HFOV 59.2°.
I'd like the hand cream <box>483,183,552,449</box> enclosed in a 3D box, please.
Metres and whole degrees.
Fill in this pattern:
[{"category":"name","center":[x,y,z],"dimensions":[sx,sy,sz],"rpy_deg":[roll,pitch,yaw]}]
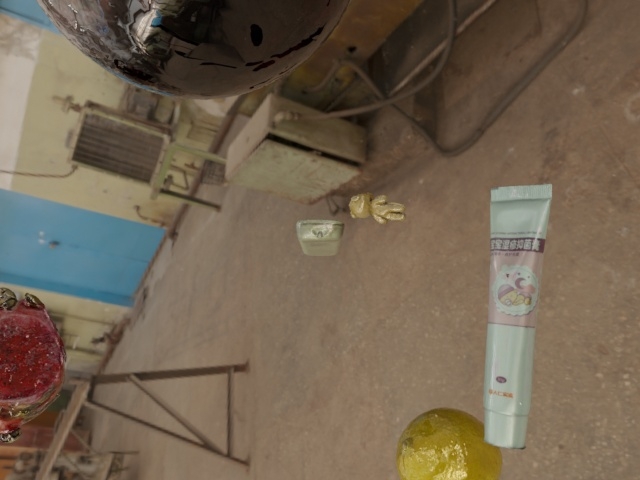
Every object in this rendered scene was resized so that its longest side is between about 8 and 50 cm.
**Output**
[{"category":"hand cream","center":[0.249,0.092,0.724],"dimensions":[0.085,0.058,0.331],"rpy_deg":[-1,79,49]}]

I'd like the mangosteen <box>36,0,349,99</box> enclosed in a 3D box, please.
[{"category":"mangosteen","center":[-0.071,-0.216,0.390],"dimensions":[0.265,0.228,0.228],"rpy_deg":[-38,-10,-50]}]

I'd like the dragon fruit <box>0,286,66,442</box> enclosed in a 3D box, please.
[{"category":"dragon fruit","center":[-0.549,0.203,0.971],"dimensions":[0.147,0.211,0.282],"rpy_deg":[-34,62,55]}]

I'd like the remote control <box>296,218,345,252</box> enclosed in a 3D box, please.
[{"category":"remote control","center":[0.001,-0.001,1.108],"dimensions":[0.309,0.090,0.038],"rpy_deg":[81,-171,-82]}]

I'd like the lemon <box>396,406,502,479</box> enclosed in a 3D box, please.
[{"category":"lemon","center":[0.224,0.388,1.003],"dimensions":[0.178,0.203,0.178],"rpy_deg":[-45,30,36]}]

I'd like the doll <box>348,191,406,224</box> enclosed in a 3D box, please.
[{"category":"doll","center":[0.095,-0.051,0.951],"dimensions":[0.093,0.051,0.061],"rpy_deg":[29,146,33]}]
